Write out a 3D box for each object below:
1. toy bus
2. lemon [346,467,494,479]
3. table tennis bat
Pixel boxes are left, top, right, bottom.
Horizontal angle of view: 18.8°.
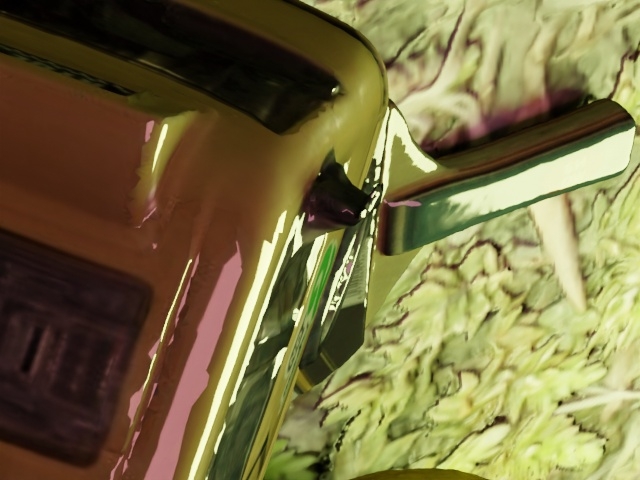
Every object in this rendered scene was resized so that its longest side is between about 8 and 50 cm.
[{"bbox_3d":[-0.109,0.092,0.537,0.202,0.177,0.365,-44,152,-80],"label":"toy bus"},{"bbox_3d":[0.036,0.199,0.848,0.231,0.192,0.192,-23,137,-18],"label":"lemon"},{"bbox_3d":[0.000,0.000,0.773,0.301,0.022,0.173,-18,135,-26],"label":"table tennis bat"}]
